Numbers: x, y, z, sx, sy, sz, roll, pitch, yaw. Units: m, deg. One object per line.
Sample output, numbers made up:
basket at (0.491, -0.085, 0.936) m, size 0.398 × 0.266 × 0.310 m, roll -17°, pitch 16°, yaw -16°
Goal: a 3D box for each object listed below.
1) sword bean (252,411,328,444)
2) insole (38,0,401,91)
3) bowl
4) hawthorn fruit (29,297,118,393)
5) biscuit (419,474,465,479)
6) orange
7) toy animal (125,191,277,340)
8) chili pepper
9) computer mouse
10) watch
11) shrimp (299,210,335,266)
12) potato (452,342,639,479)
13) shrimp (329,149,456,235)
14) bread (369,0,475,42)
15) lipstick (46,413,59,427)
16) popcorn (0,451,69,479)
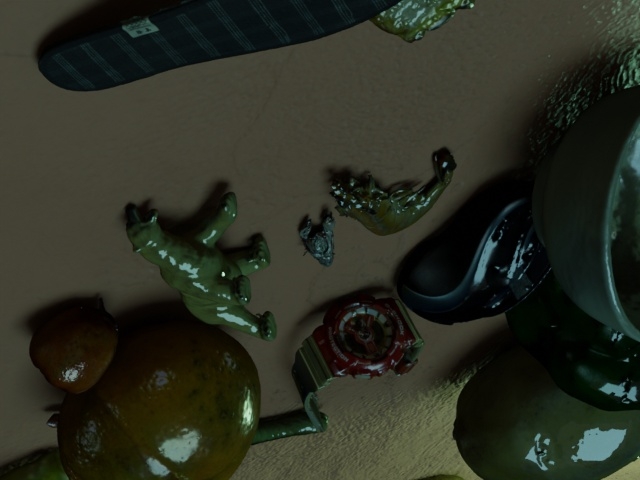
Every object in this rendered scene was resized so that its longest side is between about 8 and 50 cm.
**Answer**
sword bean at (-0.106, 0.256, 1.697) m, size 0.269 × 0.038 × 0.043 m, roll -5°, pitch 169°, yaw -33°
insole at (-0.072, -0.161, 0.967) m, size 0.310 × 0.012 × 0.110 m, roll -12°, pitch 158°, yaw 17°
bowl at (0.324, -0.040, 1.402) m, size 0.289 × 0.146 × 0.289 m, roll -14°, pitch 109°, yaw -46°
hawthorn fruit at (-0.243, 0.104, 1.306) m, size 0.093 × 0.081 × 0.081 m, roll -42°, pitch 150°, yaw 1°
biscuit at (0.122, 0.533, 2.296) m, size 0.314 × 0.063 × 0.367 m, roll -16°, pitch 150°, yaw -20°
orange at (-0.170, 0.198, 1.405) m, size 0.240 × 0.171 × 0.240 m, roll -25°, pitch 149°, yaw -16°
toy animal at (-0.115, 0.028, 1.287) m, size 0.101 × 0.103 × 0.218 m, roll -5°, pitch 157°, yaw 11°
chili pepper at (0.372, 0.077, 1.597) m, size 0.257 × 0.248 × 0.233 m, roll -5°, pitch 122°, yaw -31°
computer mouse at (0.191, 0.029, 1.504) m, size 0.137 × 0.096 × 0.233 m, roll 2°, pitch 141°, yaw -40°
watch at (0.047, 0.159, 1.621) m, size 0.165 × 0.102 × 0.268 m, roll -25°, pitch 159°, yaw -6°
shrimp at (-0.003, -0.001, 1.377) m, size 0.038 × 0.029 × 0.092 m, roll -11°, pitch 143°, yaw -9°
potato at (0.346, 0.234, 1.819) m, size 0.327 × 0.220 × 0.243 m, roll -22°, pitch -175°, yaw -2°
shrimp at (0.083, -0.055, 1.349) m, size 0.124 × 0.034 × 0.178 m, roll -37°, pitch 151°, yaw 13°
bread at (0.065, -0.254, 0.951) m, size 0.181 × 0.096 × 0.222 m, roll -36°, pitch 147°, yaw 21°
lipstick at (-0.264, 0.209, 1.501) m, size 0.129 × 0.030 × 0.030 m, roll 8°, pitch 136°, yaw -46°
popcorn at (-0.382, 0.449, 1.549) m, size 0.326 × 0.290 × 0.321 m, roll 23°, pitch 129°, yaw -31°
